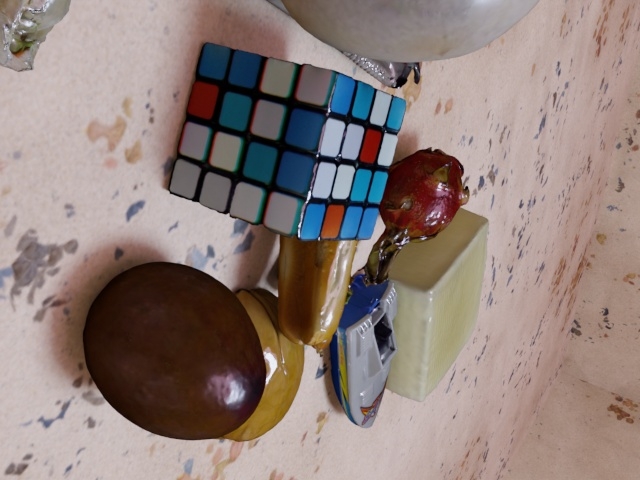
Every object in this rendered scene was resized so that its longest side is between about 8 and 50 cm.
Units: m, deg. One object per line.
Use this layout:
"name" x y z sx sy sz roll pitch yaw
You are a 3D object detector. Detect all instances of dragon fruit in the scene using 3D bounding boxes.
"dragon fruit" 0.129 -0.034 1.043 0.246 0.125 0.125 -55 152 -12

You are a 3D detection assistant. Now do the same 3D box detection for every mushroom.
"mushroom" 0.079 -0.297 0.632 0.290 0.298 0.297 17 93 -85

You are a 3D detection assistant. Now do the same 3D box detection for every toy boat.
"toy boat" 0.075 0.201 1.132 0.129 0.088 0.295 -43 142 -39

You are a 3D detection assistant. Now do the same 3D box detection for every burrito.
"burrito" -0.179 -0.199 0.469 0.188 0.045 0.058 -70 159 -2

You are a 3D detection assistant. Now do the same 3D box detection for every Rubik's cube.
"Rubik's cube" -0.028 -0.091 0.687 0.154 0.155 0.151 -3 111 -60

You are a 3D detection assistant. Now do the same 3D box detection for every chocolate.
"chocolate" -0.123 0.102 0.649 0.177 0.177 0.176 -39 140 -43

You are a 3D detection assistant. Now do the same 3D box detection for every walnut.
"walnut" -0.070 0.161 0.858 0.167 0.087 0.211 -36 138 -51

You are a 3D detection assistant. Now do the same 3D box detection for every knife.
"knife" 0.022 -0.245 0.799 0.365 0.043 0.089 8 69 -59

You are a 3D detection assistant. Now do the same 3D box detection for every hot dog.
"hot dog" 0.000 0.000 0.810 0.072 0.109 0.269 5 91 -43

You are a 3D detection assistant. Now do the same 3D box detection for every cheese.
"cheese" 0.192 0.107 1.243 0.242 0.124 0.265 -39 141 -38

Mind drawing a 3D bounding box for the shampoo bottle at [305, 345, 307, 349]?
"shampoo bottle" -0.029 0.119 0.956 0.049 0.034 0.141 -6 114 -67
